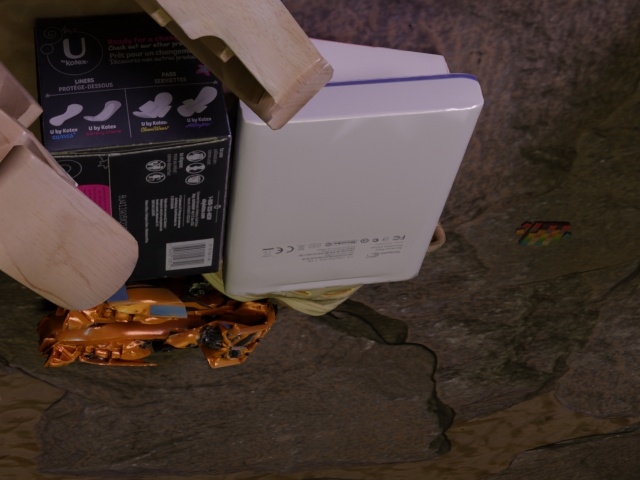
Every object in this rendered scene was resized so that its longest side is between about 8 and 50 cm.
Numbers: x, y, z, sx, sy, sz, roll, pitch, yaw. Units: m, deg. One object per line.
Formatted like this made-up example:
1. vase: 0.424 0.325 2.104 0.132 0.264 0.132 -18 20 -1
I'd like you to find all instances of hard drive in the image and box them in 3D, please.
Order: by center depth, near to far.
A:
1. hard drive: 0.018 -0.044 1.219 0.210 0.040 0.319 -5 151 -10

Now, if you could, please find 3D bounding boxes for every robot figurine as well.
1. robot figurine: -0.187 0.098 1.554 0.291 0.085 0.211 3 150 -23

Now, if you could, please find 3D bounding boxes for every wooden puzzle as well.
1. wooden puzzle: 0.281 -0.008 1.604 0.083 0.006 0.049 1 150 -20

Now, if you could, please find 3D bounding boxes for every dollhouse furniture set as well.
1. dollhouse furniture set: -0.226 -0.094 0.931 0.394 0.362 0.256 -45 145 0

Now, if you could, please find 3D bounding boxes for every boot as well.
1. boot: 0.000 0.000 1.428 0.203 0.095 0.262 -28 149 30

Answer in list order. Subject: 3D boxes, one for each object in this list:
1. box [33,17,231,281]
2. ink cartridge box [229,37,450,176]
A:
1. box: -0.172 -0.078 1.179 0.163 0.142 0.247 -6 153 -11
2. ink cartridge box: 0.018 -0.094 1.267 0.158 0.092 0.218 4 147 -24
